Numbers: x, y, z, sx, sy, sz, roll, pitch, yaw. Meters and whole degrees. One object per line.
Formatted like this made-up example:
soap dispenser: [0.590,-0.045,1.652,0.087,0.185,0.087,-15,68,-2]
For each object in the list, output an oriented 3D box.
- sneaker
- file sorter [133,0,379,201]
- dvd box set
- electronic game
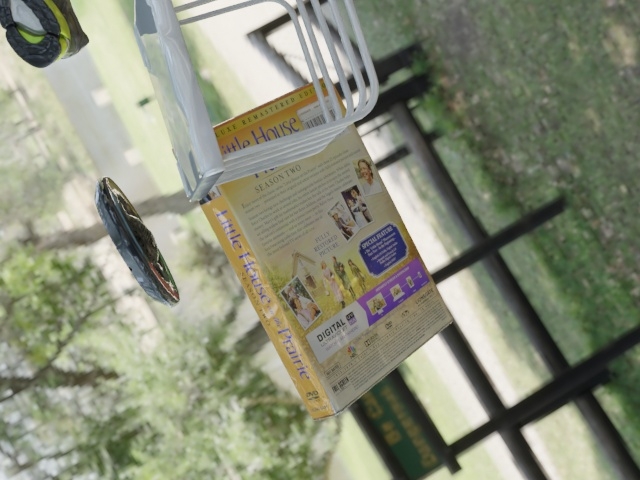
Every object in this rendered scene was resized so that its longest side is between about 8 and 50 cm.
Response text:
sneaker: [-0.463,-0.395,1.777,0.300,0.111,0.121,60,-160,4]
file sorter: [-0.068,-0.164,1.094,0.278,0.173,0.192,164,87,-81]
dvd box set: [0.000,0.000,1.642,0.062,0.308,0.420,-23,97,44]
electronic game: [-0.280,0.002,1.783,0.229,0.048,0.229,60,179,2]
